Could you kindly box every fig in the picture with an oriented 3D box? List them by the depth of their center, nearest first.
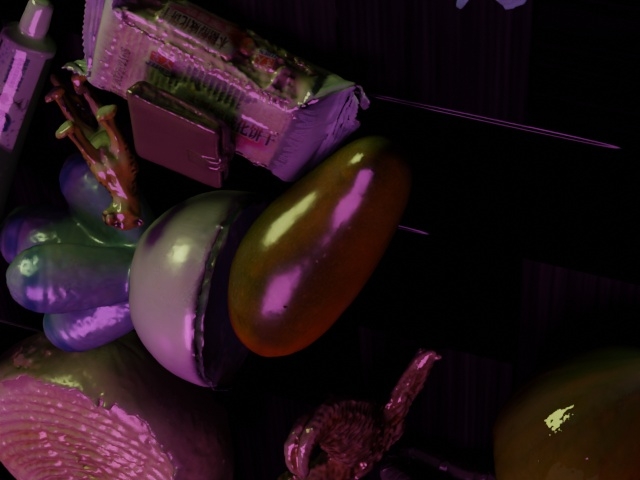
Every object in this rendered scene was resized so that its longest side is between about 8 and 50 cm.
[{"bbox_3d":[0.315,0.229,1.873,0.239,0.239,0.271,28,134,-5],"label":"fig"}]

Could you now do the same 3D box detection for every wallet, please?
[{"bbox_3d":[-0.144,-0.109,1.757,0.118,0.039,0.153,26,158,6],"label":"wallet"}]

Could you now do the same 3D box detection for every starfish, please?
[{"bbox_3d":[-0.006,0.286,2.109,0.082,0.324,0.432,54,141,13],"label":"starfish"}]

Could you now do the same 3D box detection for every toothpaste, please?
[{"bbox_3d":[-0.369,-0.105,1.899,0.098,0.061,0.392,22,119,-7],"label":"toothpaste"}]

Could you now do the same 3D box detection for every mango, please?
[{"bbox_3d":[0.003,0.002,1.795,0.146,0.129,0.289,20,121,-46],"label":"mango"}]

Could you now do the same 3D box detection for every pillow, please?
[{"bbox_3d":[0.241,0.385,2.195,0.326,0.101,0.228,18,144,31],"label":"pillow"}]

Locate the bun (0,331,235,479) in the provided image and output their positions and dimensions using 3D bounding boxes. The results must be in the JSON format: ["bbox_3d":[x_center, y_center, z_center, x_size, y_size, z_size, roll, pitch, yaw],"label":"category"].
[{"bbox_3d":[-0.268,0.236,2.242,0.364,0.202,0.364,20,141,17],"label":"bun"}]

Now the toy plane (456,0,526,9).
[{"bbox_3d":[0.085,-0.276,1.542,0.235,0.060,0.096,33,130,-3],"label":"toy plane"}]

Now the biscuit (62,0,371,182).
[{"bbox_3d":[-0.107,-0.170,1.758,0.309,0.079,0.186,28,147,-2],"label":"biscuit"}]

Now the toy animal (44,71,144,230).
[{"bbox_3d":[-0.245,-0.106,1.867,0.136,0.073,0.181,63,174,-34],"label":"toy animal"}]

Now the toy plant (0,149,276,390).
[{"bbox_3d":[-0.228,0.026,1.952,0.332,0.247,0.247,12,142,20],"label":"toy plant"}]
